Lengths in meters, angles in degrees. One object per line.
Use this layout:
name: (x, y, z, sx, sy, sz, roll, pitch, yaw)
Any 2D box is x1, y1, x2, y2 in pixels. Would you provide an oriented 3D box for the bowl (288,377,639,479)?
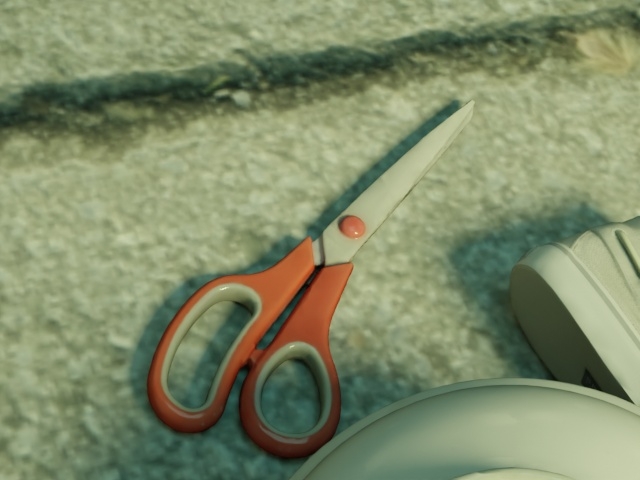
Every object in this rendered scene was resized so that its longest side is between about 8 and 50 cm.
bowl: (0.086, 0.186, 0.739, 0.297, 0.134, 0.298, -2, 67, 6)

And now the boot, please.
boot: (0.220, 0.089, 0.912, 0.123, 0.095, 0.258, -22, 64, -18)

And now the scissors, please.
scissors: (0.000, 0.000, 0.961, 0.109, 0.021, 0.297, 24, 57, 4)
